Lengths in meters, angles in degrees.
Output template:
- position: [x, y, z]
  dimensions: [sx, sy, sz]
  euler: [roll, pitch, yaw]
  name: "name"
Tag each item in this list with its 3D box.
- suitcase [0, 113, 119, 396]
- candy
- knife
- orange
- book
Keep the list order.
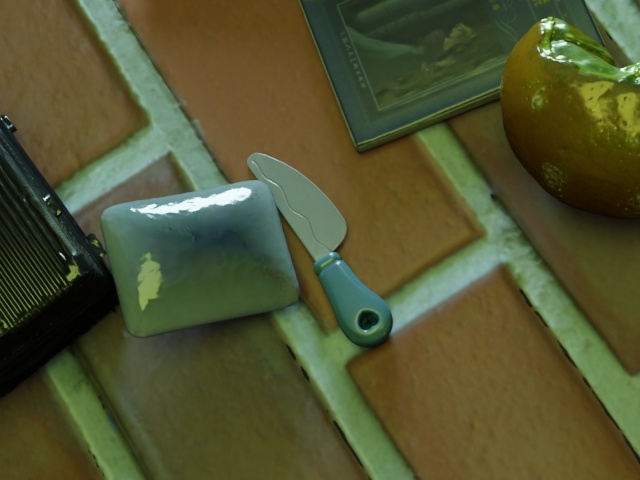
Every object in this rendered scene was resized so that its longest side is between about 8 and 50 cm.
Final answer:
- position: [-0.379, -0.011, 1.435]
  dimensions: [0.230, 0.152, 0.335]
  euler: [-38, 71, -1]
  name: "suitcase"
- position: [-0.118, 0.017, 1.403]
  dimensions: [0.174, 0.071, 0.138]
  euler: [-12, 70, -15]
  name: "candy"
- position: [0.002, -0.001, 1.429]
  dimensions: [0.058, 0.032, 0.244]
  euler: [-31, 66, 3]
  name: "knife"
- position: [0.273, -0.105, 1.322]
  dimensions: [0.237, 0.179, 0.158]
  euler: [20, 76, 14]
  name: "orange"
- position: [0.130, -0.221, 1.465]
  dimensions: [0.269, 0.025, 0.191]
  euler: [-21, 71, 5]
  name: "book"
